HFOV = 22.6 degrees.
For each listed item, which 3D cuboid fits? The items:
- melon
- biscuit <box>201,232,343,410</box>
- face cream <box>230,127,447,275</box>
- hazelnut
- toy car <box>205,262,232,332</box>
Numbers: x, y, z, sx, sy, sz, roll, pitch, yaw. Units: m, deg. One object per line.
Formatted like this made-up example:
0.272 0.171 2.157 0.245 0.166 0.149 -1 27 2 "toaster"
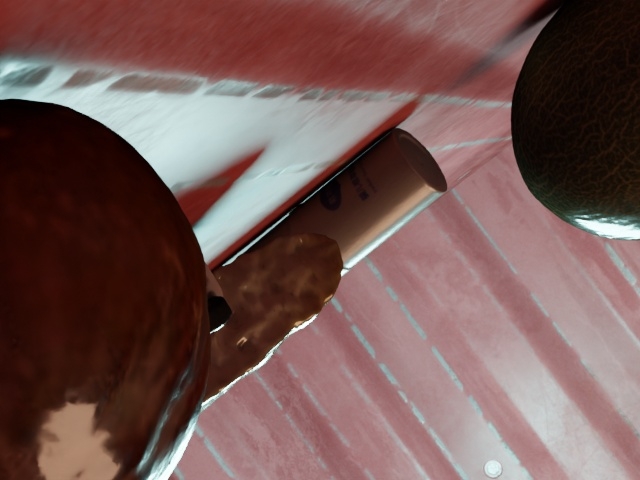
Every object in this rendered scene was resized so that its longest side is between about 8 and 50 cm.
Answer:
0.307 -0.135 1.423 0.237 0.237 0.301 -32 170 -49 "melon"
-0.234 0.178 1.201 0.429 0.104 0.446 -33 178 -40 "biscuit"
0.000 0.000 1.484 0.250 0.077 0.077 -40 175 21 "face cream"
-0.101 0.034 0.524 0.143 0.143 0.154 -33 157 -41 "hazelnut"
-0.127 0.051 0.881 0.112 0.112 0.139 -21 -163 39 "toy car"
